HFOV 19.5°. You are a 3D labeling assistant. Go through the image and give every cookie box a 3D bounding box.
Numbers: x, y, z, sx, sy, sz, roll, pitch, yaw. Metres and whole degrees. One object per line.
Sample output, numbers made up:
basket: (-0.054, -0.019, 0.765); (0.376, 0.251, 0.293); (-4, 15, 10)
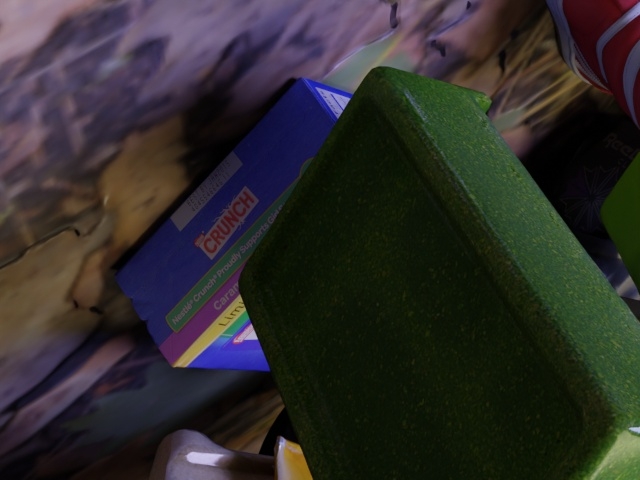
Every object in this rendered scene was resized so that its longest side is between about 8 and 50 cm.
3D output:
cookie box: (0.000, 0.000, 0.605); (0.092, 0.040, 0.107); (-45, 155, 19)

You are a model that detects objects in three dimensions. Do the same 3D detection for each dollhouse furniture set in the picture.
dollhouse furniture set: (0.047, 0.122, 0.576); (0.198, 0.151, 0.301); (12, 124, -34)

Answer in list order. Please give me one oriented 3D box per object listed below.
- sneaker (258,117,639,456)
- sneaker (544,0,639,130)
sneaker: (0.089, 0.014, 0.721); (0.283, 0.107, 0.124); (-30, 141, -27)
sneaker: (0.113, -0.057, 0.625); (0.042, 0.067, 0.118); (-40, 157, 8)
